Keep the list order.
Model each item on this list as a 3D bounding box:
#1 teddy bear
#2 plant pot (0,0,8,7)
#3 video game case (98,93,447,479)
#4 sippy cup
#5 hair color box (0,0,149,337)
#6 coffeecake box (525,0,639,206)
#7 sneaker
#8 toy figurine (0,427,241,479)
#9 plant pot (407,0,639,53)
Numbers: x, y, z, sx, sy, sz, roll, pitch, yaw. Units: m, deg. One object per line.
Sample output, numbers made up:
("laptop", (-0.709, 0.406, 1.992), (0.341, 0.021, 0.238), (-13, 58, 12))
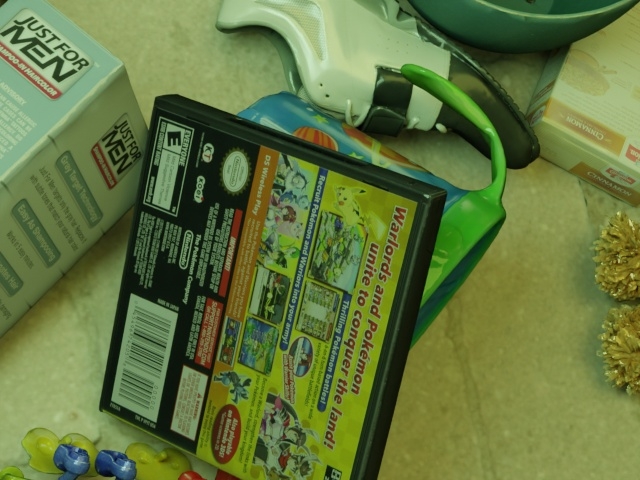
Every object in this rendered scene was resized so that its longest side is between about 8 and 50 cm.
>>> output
("teddy bear", (0.412, 0.053, 1.358), (0.338, 0.113, 0.245), (14, 73, -12))
("plant pot", (-0.382, -0.212, 1.085), (0.323, 0.280, 0.323), (7, 63, -13))
("video game case", (-0.046, 0.053, 1.097), (0.248, 0.035, 0.275), (21, 109, 26))
("sippy cup", (0.000, 0.000, 1.202), (0.224, 0.240, 0.305), (38, 54, 9))
("hair color box", (-0.297, 0.006, 1.079), (0.113, 0.185, 0.374), (39, 76, 18))
("coffeecake box", (0.295, -0.150, 1.407), (0.142, 0.068, 0.185), (28, 68, -8))
("sneaker", (0.048, -0.146, 1.320), (0.330, 0.122, 0.146), (37, 85, -4))
("toy figurine", (-0.204, 0.266, 1.057), (0.362, 0.191, 0.217), (15, 90, -40))
("plant pot", (0.177, -0.291, 1.336), (0.290, 0.195, 0.290), (2, 70, -7))
